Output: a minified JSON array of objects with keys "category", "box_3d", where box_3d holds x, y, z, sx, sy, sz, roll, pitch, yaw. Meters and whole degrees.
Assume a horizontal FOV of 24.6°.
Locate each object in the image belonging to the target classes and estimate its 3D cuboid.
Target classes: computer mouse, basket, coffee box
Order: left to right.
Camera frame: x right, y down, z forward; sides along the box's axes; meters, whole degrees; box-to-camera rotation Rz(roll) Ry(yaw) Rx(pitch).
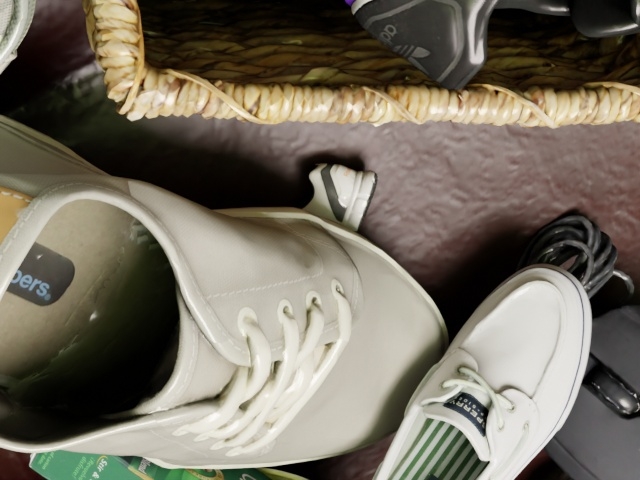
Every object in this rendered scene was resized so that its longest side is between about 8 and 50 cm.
[{"category":"coffee box","box_3d":[-0.071,0.157,0.877,0.184,0.113,0.040,34,102,8]},{"category":"basket","box_3d":[0.032,-0.189,0.724,0.299,0.223,0.213,1,114,-13]},{"category":"computer mouse","box_3d":[0.206,0.127,0.914,0.272,0.072,0.188,37,90,8]}]

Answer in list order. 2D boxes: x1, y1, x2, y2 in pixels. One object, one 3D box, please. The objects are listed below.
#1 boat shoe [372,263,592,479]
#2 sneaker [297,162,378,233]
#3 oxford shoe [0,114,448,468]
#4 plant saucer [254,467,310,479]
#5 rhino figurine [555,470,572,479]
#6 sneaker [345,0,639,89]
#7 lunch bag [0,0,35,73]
[{"category":"boat shoe","box_3d":[0.093,0.112,0.875,0.083,0.076,0.226,26,83,19]},{"category":"sneaker","box_3d":[0.000,0.000,0.911,0.044,0.040,0.109,20,110,2]},{"category":"oxford shoe","box_3d":[-0.060,0.055,0.761,0.449,0.130,0.169,24,96,-51]},{"category":"plant saucer","box_3d":[-0.038,0.263,0.960,0.241,0.037,0.240,1,94,18]},{"category":"rhino figurine","box_3d":[0.116,0.225,0.999,0.243,0.106,0.073,-33,118,3]},{"category":"sneaker","box_3d":[0.135,-0.167,0.650,0.293,0.102,0.146,-34,90,-9]},{"category":"lunch bag","box_3d":[-0.231,-0.174,0.624,0.212,0.305,0.256,-42,111,5]}]
